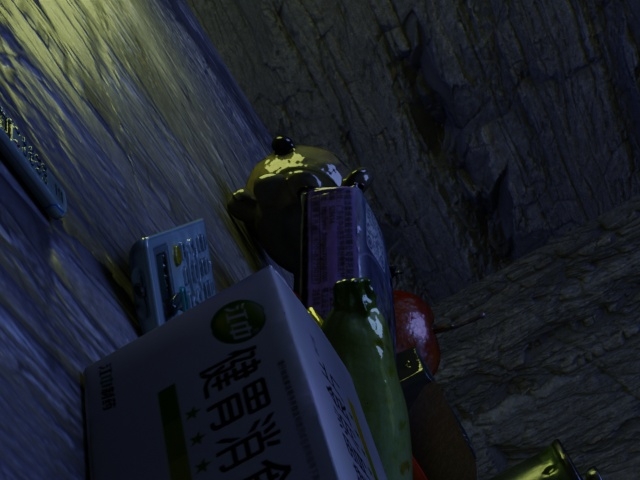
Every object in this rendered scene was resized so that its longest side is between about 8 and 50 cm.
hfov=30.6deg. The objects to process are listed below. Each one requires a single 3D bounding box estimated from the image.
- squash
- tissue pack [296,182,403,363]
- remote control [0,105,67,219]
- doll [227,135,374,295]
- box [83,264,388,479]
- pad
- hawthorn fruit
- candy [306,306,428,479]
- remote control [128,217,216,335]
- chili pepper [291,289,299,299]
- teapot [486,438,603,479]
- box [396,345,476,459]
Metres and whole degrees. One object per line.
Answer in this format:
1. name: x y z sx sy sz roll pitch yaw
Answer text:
1. squash: 0.030 0.216 1.093 0.118 0.118 0.370 -58 147 -85
2. tissue pack: 0.042 0.133 1.606 0.259 0.122 0.361 68 19 -52
3. remote control: -0.257 -0.073 1.006 0.124 0.018 0.053 58 5 -30
4. doll: -0.035 0.005 2.089 0.382 0.252 0.378 -75 168 -79
5. box: -0.048 0.181 0.801 0.145 0.173 0.333 59 5 -32
6. pad: 0.103 0.314 1.407 0.002 0.266 0.176 13 30 -26
7. hawthorn fruit: 0.121 0.195 2.254 0.231 0.263 0.235 41 29 11
8. candy: 0.008 0.222 1.298 0.276 0.146 0.088 57 -3 -27
9. remote control: -0.154 0.037 1.232 0.293 0.051 0.103 -51 132 -84
10. chili pepper: -0.071 0.121 1.567 0.368 0.092 0.137 8 73 -76
11. teapot: 0.290 0.455 1.801 0.200 0.337 0.270 61 6 2
12. box: 0.128 0.301 1.947 0.274 0.178 0.138 59 5 -34
